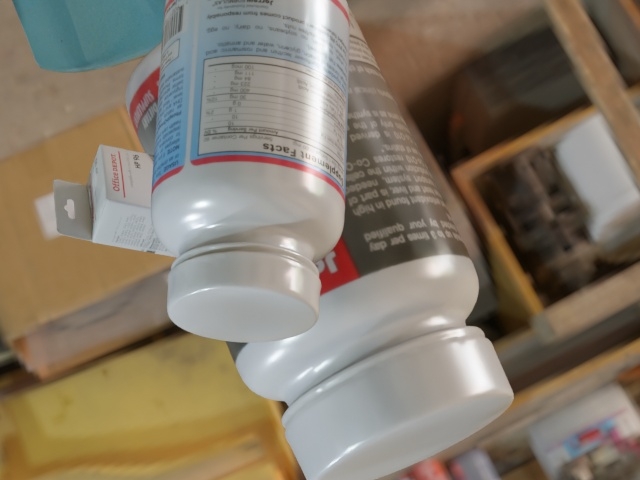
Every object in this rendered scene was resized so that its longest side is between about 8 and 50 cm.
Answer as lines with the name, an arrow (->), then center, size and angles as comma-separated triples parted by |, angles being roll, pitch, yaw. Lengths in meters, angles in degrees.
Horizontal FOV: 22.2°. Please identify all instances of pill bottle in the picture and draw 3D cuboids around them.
pill bottle -> 0.000, 0.000, 1.018 | 0.161, 0.283, 0.161 | -22, 162, -7
pill bottle -> -0.031, -0.040, 0.731 | 0.087, 0.160, 0.087 | 2, 156, 1

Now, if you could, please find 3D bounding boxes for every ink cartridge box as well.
ink cartridge box -> -0.088, -0.019, 0.810 | 0.083, 0.048, 0.028 | 10, 125, -20

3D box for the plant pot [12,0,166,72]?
plant pot -> -0.137, -0.219, 1.248 | 0.166, 0.165, 0.234 | -25, -174, -42
